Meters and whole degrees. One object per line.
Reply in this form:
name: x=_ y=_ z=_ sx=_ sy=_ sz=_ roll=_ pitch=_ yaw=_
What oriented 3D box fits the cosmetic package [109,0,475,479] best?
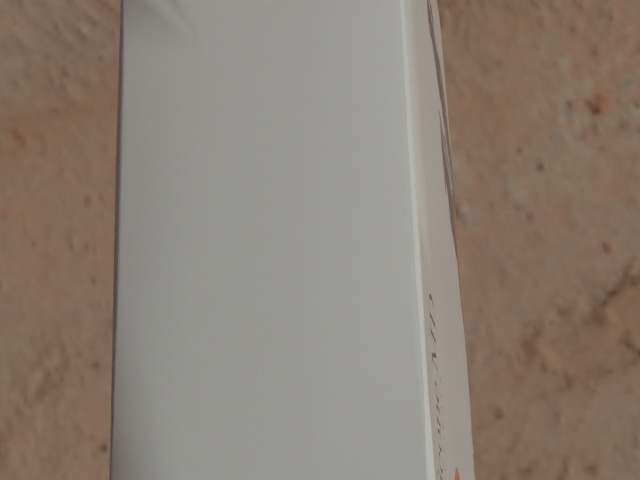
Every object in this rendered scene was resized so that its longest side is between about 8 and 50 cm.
cosmetic package: x=0.000 y=0.000 z=0.688 sx=0.097 sy=0.377 sz=0.284 roll=-6 pitch=151 yaw=7
